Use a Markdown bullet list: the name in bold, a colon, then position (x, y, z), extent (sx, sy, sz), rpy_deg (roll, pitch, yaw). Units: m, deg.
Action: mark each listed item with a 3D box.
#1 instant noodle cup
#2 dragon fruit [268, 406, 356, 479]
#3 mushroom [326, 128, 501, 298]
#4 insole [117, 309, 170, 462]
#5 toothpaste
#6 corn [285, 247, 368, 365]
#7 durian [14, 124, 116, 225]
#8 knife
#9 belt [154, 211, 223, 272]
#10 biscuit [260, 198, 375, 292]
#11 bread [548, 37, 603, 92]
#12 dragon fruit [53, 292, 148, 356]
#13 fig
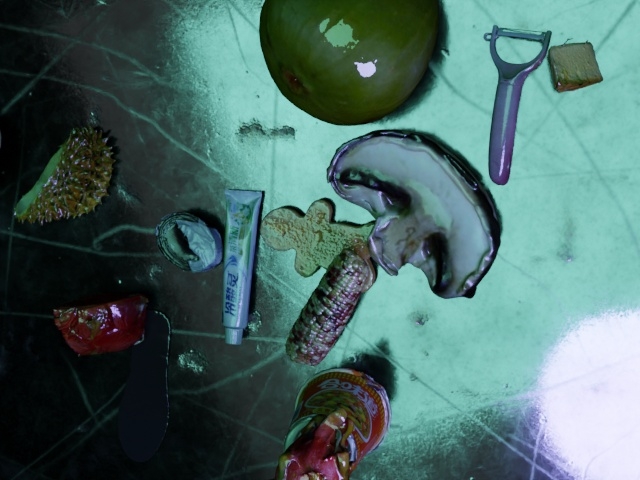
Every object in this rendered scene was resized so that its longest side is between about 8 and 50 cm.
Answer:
- **instant noodle cup**: position (0.022, 0.347, 1.698), extent (0.193, 0.212, 0.193), rpy_deg (2, 98, 12)
- **dragon fruit**: position (-0.005, 0.371, 1.539), extent (0.150, 0.133, 0.207), rpy_deg (27, 86, -20)
- **mushroom**: position (0.172, -0.056, 1.662), extent (0.344, 0.130, 0.247), rpy_deg (37, 114, 7)
- **insole**: position (-0.352, 0.295, 1.878), extent (0.109, 0.007, 0.322), rpy_deg (8, 99, 10)
- **toothpaste**: position (-0.157, 0.051, 1.786), extent (0.075, 0.048, 0.296), rpy_deg (6, 95, 14)
- **corn**: position (0.016, 0.123, 1.719), extent (0.086, 0.086, 0.253), rpy_deg (31, 113, 7)
- **durian**: position (-0.509, -0.114, 1.812), extent (0.139, 0.144, 0.252), rpy_deg (43, 110, 26)
- **knife**: position (0.319, -0.234, 1.635), extent (0.123, 0.053, 0.277), rpy_deg (16, 104, 37)
- **belt**: position (-0.250, 0.002, 1.791), extent (0.140, 0.058, 0.105), rpy_deg (39, 98, 9)
- **biscuit**: position (0.000, 0.000, 1.749), extent (0.235, 0.030, 0.153), rpy_deg (15, 100, 10)
- **bread**: position (0.429, -0.300, 1.578), extent (0.080, 0.109, 0.084), rpy_deg (-15, 90, 17)
- **dragon fruit**: position (-0.422, 0.167, 1.801), extent (0.127, 0.161, 0.120), rpy_deg (-2, 94, 31)
- **fig**: position (0.064, -0.355, 1.574), extent (0.316, 0.316, 0.315), rpy_deg (2, 98, 12)
